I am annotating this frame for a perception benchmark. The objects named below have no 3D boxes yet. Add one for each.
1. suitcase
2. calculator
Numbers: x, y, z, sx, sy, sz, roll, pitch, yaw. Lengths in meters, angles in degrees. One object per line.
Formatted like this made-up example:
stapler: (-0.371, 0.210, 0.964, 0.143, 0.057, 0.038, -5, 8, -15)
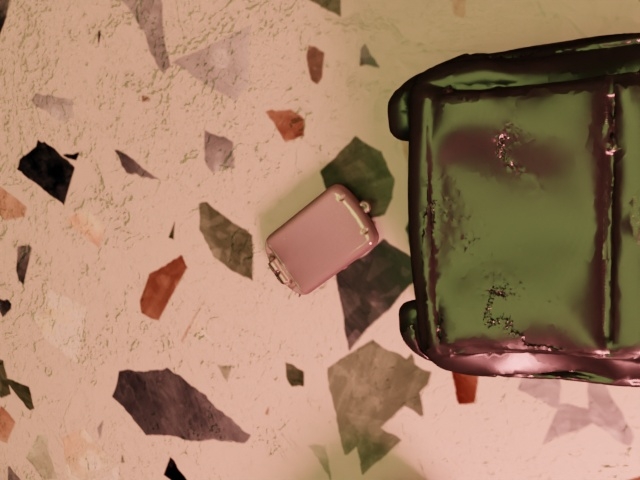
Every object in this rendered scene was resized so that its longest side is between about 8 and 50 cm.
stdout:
suitcase: (0.253, -0.031, 0.687, 0.339, 0.188, 0.345, -1, 99, 18)
calculator: (0.000, 0.000, 0.867, 0.175, 0.032, 0.100, -37, 86, 24)
